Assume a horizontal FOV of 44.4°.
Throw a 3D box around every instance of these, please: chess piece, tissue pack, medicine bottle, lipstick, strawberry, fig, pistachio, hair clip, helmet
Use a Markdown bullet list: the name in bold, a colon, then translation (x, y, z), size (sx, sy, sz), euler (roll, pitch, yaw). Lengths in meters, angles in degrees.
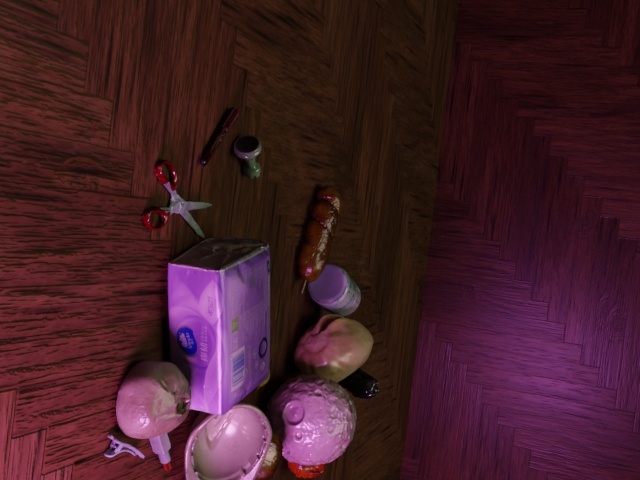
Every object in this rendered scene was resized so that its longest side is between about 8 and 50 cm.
- **chess piece**: translation (-0.170, -0.197, 1.886), size (0.103, 0.067, 0.067), euler (85, 23, -52)
- **tissue pack**: translation (-0.222, 0.175, 1.739), size (0.242, 0.160, 0.338), euler (-32, 125, -65)
- **medicine bottle**: translation (0.047, 0.157, 2.441), size (0.168, 0.135, 0.135), euler (47, 54, -64)
- **lipstick**: translation (-0.229, -0.232, 1.768), size (0.027, 0.027, 0.176), euler (71, 35, -48)
- **strawberry**: translation (-0.034, 0.662, 2.428), size (0.082, 0.121, 0.188), euler (-59, 177, 34)
- **fig**: translation (-0.199, 0.520, 1.979), size (0.245, 0.149, 0.149), euler (42, 56, -43)
- **pistachio**: translation (0.050, 0.333, 2.396), size (0.318, 0.193, 0.214), euler (-5, 104, -55)
- **lipstick**: translation (-0.342, 0.457, 1.703), size (0.030, 0.030, 0.129), euler (-56, 146, -49)
- **hair clip**: translation (-0.394, 0.422, 1.570), size (0.039, 0.030, 0.115), euler (-56, 150, -12)
- **helmet**: translation (-0.233, 0.465, 1.842), size (0.204, 0.137, 0.258), euler (13, 103, -28)

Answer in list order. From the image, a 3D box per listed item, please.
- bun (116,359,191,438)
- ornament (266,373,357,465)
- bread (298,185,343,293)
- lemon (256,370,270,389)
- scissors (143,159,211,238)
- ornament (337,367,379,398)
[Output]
- **bun**: translation (-0.325, 0.327, 1.589), size (0.173, 0.113, 0.167), euler (-9, 105, -65)
- **ornament**: translation (-0.032, 0.500, 2.197), size (0.225, 0.259, 0.259), euler (44, 56, -62)
- **bread**: translation (-0.002, 0.000, 2.332), size (0.124, 0.084, 0.344), euler (52, 49, -60)
- **lemon**: translation (-0.165, 0.352, 2.066), size (0.065, 0.065, 0.092), euler (-29, 126, -64)
- **scissors**: translation (-0.296, -0.071, 1.670), size (0.247, 0.017, 0.144), euler (36, 64, -67)
- **ornament**: translation (0.047, 0.494, 2.447), size (0.236, 0.202, 0.080), euler (-38, 133, -28)
